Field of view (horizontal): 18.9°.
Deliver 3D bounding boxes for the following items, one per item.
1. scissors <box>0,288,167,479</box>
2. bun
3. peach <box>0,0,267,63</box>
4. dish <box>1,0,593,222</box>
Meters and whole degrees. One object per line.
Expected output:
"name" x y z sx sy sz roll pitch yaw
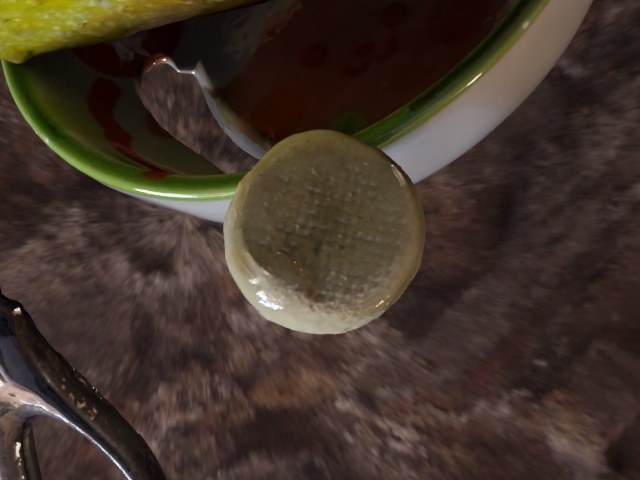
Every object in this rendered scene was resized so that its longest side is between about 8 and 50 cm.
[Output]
"scissors" -0.113 -0.001 0.565 0.109 0.022 0.300 0 -60 16
"bun" 0.000 0.000 0.799 0.086 0.055 0.086 3 -106 -9
"peach" -0.157 -0.237 0.816 0.406 0.335 0.310 -8 -95 3
"dish" 0.009 -0.132 0.954 0.324 0.124 0.324 -15 -126 21
